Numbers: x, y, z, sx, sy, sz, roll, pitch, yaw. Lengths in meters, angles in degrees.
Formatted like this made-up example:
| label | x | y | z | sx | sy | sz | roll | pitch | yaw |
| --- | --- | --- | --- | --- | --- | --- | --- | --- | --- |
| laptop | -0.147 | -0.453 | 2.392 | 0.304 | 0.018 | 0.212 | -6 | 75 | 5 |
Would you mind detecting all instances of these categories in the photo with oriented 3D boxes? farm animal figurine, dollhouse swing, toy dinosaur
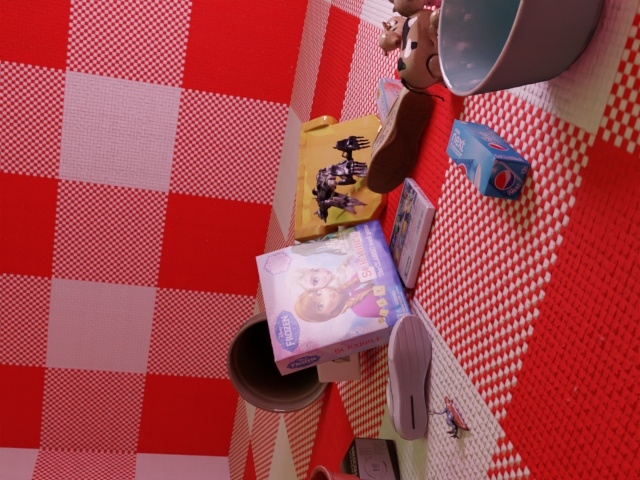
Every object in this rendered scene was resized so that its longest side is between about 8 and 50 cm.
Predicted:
| label | x | y | z | sx | sy | sz | roll | pitch | yaw |
| --- | --- | --- | --- | --- | --- | --- | --- | --- | --- |
| farm animal figurine | 0.211 | -0.454 | 1.608 | 0.330 | 0.172 | 0.327 | 126 | 148 | -64 |
| dollhouse swing | 0.102 | -0.161 | 2.169 | 0.315 | 0.305 | 0.347 | 26 | -117 | -60 |
| toy dinosaur | 0.250 | 0.328 | 1.419 | 0.090 | 0.047 | 0.082 | -22 | 46 | 37 |

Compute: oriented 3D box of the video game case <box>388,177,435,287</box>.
| label | x | y | z | sx | sy | sz | roll | pitch | yaw |
| --- | --- | --- | --- | --- | --- | --- | --- | --- | --- |
| video game case | 0.207 | -0.020 | 1.749 | 0.183 | 0.023 | 0.201 | -111 | 29 | -62 |

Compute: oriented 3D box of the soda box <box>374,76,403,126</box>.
| label | x | y | z | sx | sy | sz | roll | pitch | yaw |
| --- | --- | --- | --- | --- | --- | --- | --- | --- | --- |
| soda box | 0.183 | -0.332 | 1.913 | 0.063 | 0.058 | 0.183 | 111 | 160 | -45 |

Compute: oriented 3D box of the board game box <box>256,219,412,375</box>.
| label | x | y | z | sx | sy | sz | roll | pitch | yaw |
| --- | --- | --- | --- | --- | --- | --- | --- | --- | --- |
| board game box | 0.028 | 0.123 | 1.752 | 0.066 | 0.318 | 0.319 | 70 | -177 | -47 |

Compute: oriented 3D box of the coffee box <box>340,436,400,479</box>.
| label | x | y | z | sx | sy | sz | roll | pitch | yaw |
| --- | --- | --- | --- | --- | --- | --- | --- | --- | --- |
| coffee box | 0.116 | 0.582 | 1.680 | 0.141 | 0.098 | 0.246 | 110 | 160 | -45 |

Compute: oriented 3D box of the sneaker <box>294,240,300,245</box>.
| label | x | y | z | sx | sy | sz | roll | pitch | yaw |
| --- | --- | --- | --- | --- | --- | --- | --- | --- | --- |
| sneaker | 0.000 | 0.000 | 2.487 | 0.122 | 0.110 | 0.283 | -64 | 19 | 6 |

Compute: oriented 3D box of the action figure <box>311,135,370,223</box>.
| label | x | y | z | sx | sy | sz | roll | pitch | yaw |
| --- | --- | --- | --- | --- | --- | --- | --- | --- | --- |
| action figure | 0.058 | -0.144 | 1.933 | 0.276 | 0.141 | 0.164 | 119 | 157 | -63 |

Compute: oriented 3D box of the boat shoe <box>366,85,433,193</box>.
| label | x | y | z | sx | sy | sz | roll | pitch | yaw |
| --- | --- | --- | --- | --- | --- | --- | --- | --- | --- |
| boat shoe | 0.186 | -0.242 | 1.796 | 0.089 | 0.104 | 0.285 | -96 | 28 | -58 |

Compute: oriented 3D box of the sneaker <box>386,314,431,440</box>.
| label | x | y | z | sx | sy | sz | roll | pitch | yaw |
| --- | --- | --- | --- | --- | --- | --- | --- | --- | --- |
| sneaker | 0.173 | 0.286 | 1.593 | 0.091 | 0.094 | 0.258 | 160 | 115 | -70 |

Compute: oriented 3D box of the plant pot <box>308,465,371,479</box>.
| label | x | y | z | sx | sy | sz | roll | pitch | yaw |
| --- | --- | --- | --- | --- | --- | --- | --- | --- | --- |
| plant pot | 0.120 | 0.544 | 1.332 | 0.272 | 0.265 | 0.272 | -173 | 90 | -77 |

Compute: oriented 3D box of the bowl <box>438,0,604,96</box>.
| label | x | y | z | sx | sy | sz | roll | pitch | yaw |
| --- | --- | --- | --- | --- | --- | --- | --- | --- | --- |
| bowl | 0.315 | -0.366 | 1.159 | 0.311 | 0.163 | 0.312 | -174 | 90 | -77 |

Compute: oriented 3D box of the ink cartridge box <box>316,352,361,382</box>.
| label | x | y | z | sx | sy | sz | roll | pitch | yaw |
| --- | --- | --- | --- | --- | --- | --- | --- | --- | --- |
| ink cartridge box | 0.037 | 0.199 | 1.946 | 0.198 | 0.114 | 0.273 | -88 | -8 | -56 |

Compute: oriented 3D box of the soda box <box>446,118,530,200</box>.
| label | x | y | z | sx | sy | sz | roll | pitch | yaw |
| --- | --- | --- | --- | --- | --- | --- | --- | --- | --- |
| soda box | 0.294 | -0.147 | 1.352 | 0.210 | 0.067 | 0.071 | -108 | 28 | -61 |

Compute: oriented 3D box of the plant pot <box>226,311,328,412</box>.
| label | x | y | z | sx | sy | sz | roll | pitch | yaw |
| --- | --- | --- | --- | --- | --- | --- | --- | --- | --- |
| plant pot | -0.113 | 0.341 | 2.409 | 0.280 | 0.323 | 0.323 | -70 | -9 | -73 |
